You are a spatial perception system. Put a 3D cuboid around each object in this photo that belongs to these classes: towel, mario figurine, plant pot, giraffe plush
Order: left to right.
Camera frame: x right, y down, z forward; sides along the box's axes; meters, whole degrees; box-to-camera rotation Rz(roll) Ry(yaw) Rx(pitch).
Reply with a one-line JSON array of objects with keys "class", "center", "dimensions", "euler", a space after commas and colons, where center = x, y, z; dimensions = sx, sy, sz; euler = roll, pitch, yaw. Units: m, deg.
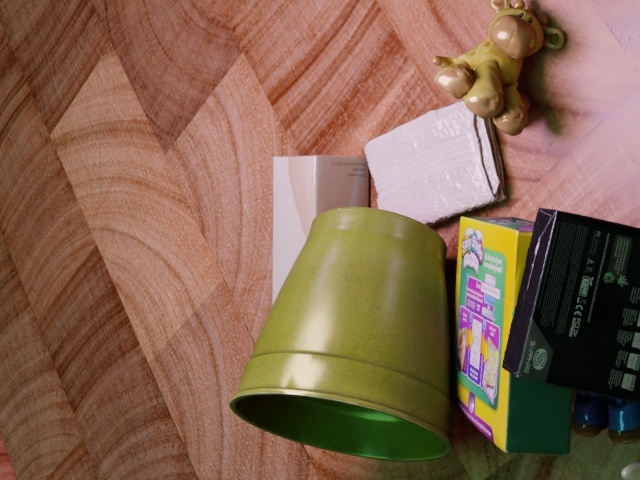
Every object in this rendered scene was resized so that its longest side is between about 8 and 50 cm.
[{"class": "plant pot", "center": [0.066, 0.147, 2.075], "dimensions": [0.366, 0.366, 0.353], "euler": [-11, 58, 45]}, {"class": "towel", "center": [0.193, -0.121, 2.154], "dimensions": [0.282, 0.049, 0.187], "euler": [-22, 74, 44]}, {"class": "giraffe plush", "center": [0.294, -0.294, 1.990], "dimensions": [0.170, 0.181, 0.210], "euler": [-53, 21, 21]}, {"class": "mario figurine", "center": [0.452, 0.132, 1.872], "dimensions": [0.198, 0.170, 0.320], "euler": [-2, 102, 10]}]

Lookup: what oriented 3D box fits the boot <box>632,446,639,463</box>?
[{"class": "boot", "center": [0.545, 0.321, 1.790], "dimensions": [0.152, 0.073, 0.197], "euler": [43, 124, 30]}]

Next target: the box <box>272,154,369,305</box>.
[{"class": "box", "center": [0.000, 0.000, 2.287], "dimensions": [0.121, 0.148, 0.311], "euler": [2, 94, 47]}]

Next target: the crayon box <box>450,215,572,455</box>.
[{"class": "crayon box", "center": [0.289, 0.128, 1.886], "dimensions": [0.363, 0.106, 0.313], "euler": [-144, 57, -82]}]

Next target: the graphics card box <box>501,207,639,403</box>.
[{"class": "graphics card box", "center": [0.450, 0.106, 1.672], "dimensions": [0.094, 0.371, 0.232], "euler": [-145, 66, -81]}]

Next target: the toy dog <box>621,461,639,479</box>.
[{"class": "toy dog", "center": [0.453, 0.509, 1.622], "dimensions": [0.284, 0.408, 0.395], "euler": [-15, 88, 43]}]
